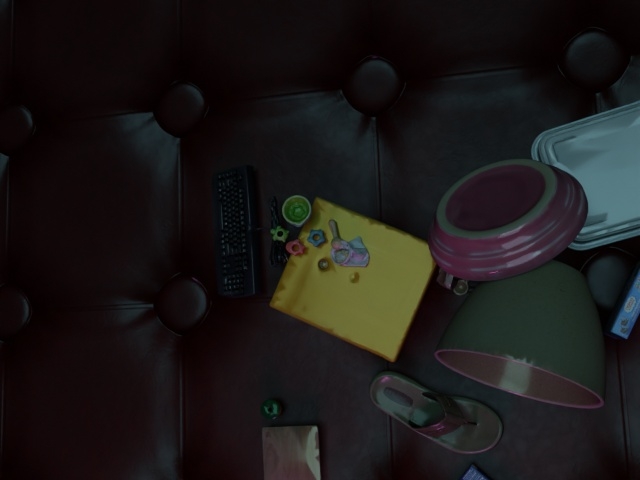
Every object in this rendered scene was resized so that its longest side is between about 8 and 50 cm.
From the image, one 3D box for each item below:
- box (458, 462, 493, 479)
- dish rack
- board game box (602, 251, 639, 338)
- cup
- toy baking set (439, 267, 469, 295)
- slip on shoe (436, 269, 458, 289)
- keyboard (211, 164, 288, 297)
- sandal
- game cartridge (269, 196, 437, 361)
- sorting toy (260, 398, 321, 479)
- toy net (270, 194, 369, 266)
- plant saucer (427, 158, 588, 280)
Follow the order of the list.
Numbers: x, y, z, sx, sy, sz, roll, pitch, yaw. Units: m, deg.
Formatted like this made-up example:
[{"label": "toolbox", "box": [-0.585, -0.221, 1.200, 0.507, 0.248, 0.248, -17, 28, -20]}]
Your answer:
[{"label": "box", "box": [0.369, 0.600, 1.548, 0.225, 0.036, 0.136, 39, 94, 17]}, {"label": "dish rack", "box": [0.644, -0.150, 1.560, 0.333, 0.072, 0.285, -17, 80, 13]}, {"label": "board game box", "box": [0.639, 0.098, 1.481, 0.039, 0.160, 0.211, 25, 89, 17]}, {"label": "cup", "box": [0.419, 0.168, 1.465, 0.331, 0.331, 0.236, 15, 74, 16]}, {"label": "toy baking set", "box": [0.367, 0.020, 1.627, 0.197, 0.030, 0.256, 6, 84, 15]}, {"label": "slip on shoe", "box": [0.297, 0.040, 1.617, 0.041, 0.051, 0.135, 25, 104, 32]}, {"label": "keyboard", "box": [-0.175, -0.025, 1.752, 0.202, 0.033, 0.317, -9, 81, 26]}, {"label": "sandal", "box": [0.241, 0.378, 1.584, 0.303, 0.086, 0.120, 18, 88, 16]}, {"label": "game cartridge", "box": [0.081, 0.086, 1.687, 0.324, 0.053, 0.285, 23, 89, 14]}, {"label": "sorting toy", "box": [-0.061, 0.497, 1.666, 0.132, 0.046, 0.274, -6, 81, 13]}, {"label": "toy net", "box": [0.000, 0.000, 1.660, 0.232, 0.045, 0.122, 33, 84, 14]}, {"label": "plant saucer", "box": [0.369, -0.060, 1.499, 0.332, 0.084, 0.332, -22, 34, 15]}]
